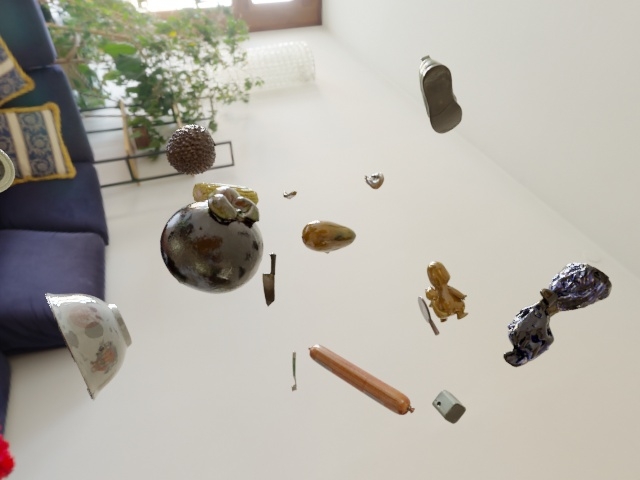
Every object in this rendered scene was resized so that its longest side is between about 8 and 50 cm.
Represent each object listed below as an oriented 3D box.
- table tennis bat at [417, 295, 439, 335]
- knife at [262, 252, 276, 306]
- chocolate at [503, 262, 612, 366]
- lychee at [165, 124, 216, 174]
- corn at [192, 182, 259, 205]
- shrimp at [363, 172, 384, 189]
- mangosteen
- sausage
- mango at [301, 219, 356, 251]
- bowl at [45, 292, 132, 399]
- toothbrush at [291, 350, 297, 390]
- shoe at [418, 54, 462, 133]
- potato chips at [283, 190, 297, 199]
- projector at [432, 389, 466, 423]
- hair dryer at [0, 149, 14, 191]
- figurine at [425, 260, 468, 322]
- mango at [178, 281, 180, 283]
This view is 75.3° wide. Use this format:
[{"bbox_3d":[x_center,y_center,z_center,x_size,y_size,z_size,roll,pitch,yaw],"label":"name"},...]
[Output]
[{"bbox_3d":[0.462,0.275,1.607,0.108,0.119,0.170,74,-4,-50],"label":"table tennis bat"},{"bbox_3d":[-0.217,0.167,1.755,0.028,0.059,0.231,-157,-112,-83],"label":"knife"},{"bbox_3d":[0.593,0.191,1.087,0.148,0.343,0.126,55,-8,-26],"label":"chocolate"},{"bbox_3d":[-0.468,-0.321,1.494,0.188,0.187,0.188,166,-90,-74],"label":"lychee"},{"bbox_3d":[-0.312,-0.149,1.404,0.081,0.248,0.081,1,-89,38],"label":"corn"},{"bbox_3d":[0.181,-0.206,1.387,0.059,0.023,0.108,-50,-145,12],"label":"shrimp"},{"bbox_3d":[-0.283,0.002,1.125,0.288,0.287,0.288,166,-90,-74],"label":"mangosteen"},{"bbox_3d":[0.095,0.361,1.097,0.347,0.053,0.053,21,-52,38],"label":"sausage"},{"bbox_3d":[0.021,-0.009,1.209,0.111,0.163,0.090,-19,-114,46],"label":"mango"},{"bbox_3d":[-0.673,0.285,1.246,0.345,0.157,0.346,33,-46,41],"label":"bowl"},{"bbox_3d":[-0.105,0.525,1.654,0.018,0.024,0.257,51,-32,44],"label":"toothbrush"},{"bbox_3d":[0.360,-0.437,1.260,0.275,0.103,0.098,52,19,-51],"label":"shoe"},{"bbox_3d":[-0.137,-0.203,1.841,0.204,0.026,0.037,-163,-95,-73],"label":"potato chips"},{"bbox_3d":[0.499,0.645,1.609,0.083,0.083,0.082,37,3,-28],"label":"projector"},{"bbox_3d":[-0.878,-0.045,0.994,0.128,0.203,0.362,28,56,-53],"label":"hair dryer"},{"bbox_3d":[0.338,0.144,1.181,0.121,0.122,0.176,-27,-113,42],"label":"figurine"},{"bbox_3d":[-0.516,0.103,1.825,0.157,0.250,0.114,67,-12,-3],"label":"mango"}]
